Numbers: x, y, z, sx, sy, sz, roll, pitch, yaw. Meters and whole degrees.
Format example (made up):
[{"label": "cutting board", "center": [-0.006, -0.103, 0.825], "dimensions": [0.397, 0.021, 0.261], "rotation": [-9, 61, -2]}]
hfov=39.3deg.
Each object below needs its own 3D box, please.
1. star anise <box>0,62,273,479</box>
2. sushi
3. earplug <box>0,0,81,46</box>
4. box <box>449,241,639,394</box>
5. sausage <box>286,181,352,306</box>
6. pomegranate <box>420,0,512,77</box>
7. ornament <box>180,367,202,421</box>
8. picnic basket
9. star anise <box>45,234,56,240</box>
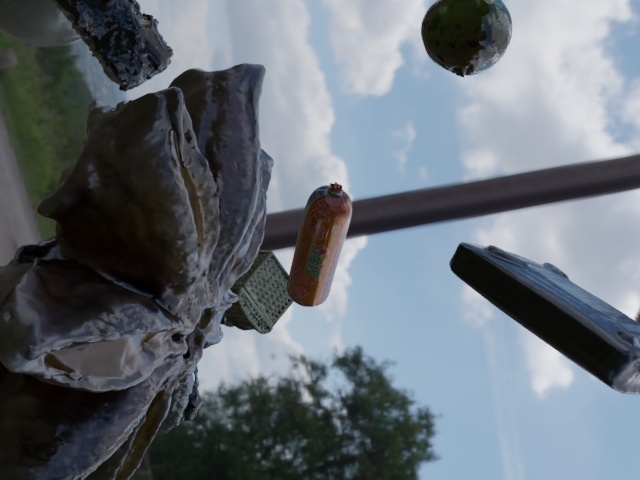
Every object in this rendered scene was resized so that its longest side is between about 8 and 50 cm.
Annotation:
[{"label": "star anise", "center": [-0.121, 0.035, 0.546], "dimensions": [0.331, 0.118, 0.331], "rotation": [-59, 172, -13]}, {"label": "sushi", "center": [-0.325, -0.342, 1.388], "dimensions": [0.212, 0.115, 0.147], "rotation": [55, -9, -32]}, {"label": "earplug", "center": [-0.462, -0.543, 1.613], "dimensions": [0.394, 0.313, 0.312], "rotation": [-50, -142, 23]}, {"label": "box", "center": [0.336, 0.100, 1.204], "dimensions": [0.289, 0.290, 0.073], "rotation": [38, -76, 34]}, {"label": "sausage", "center": [0.000, 0.000, 1.323], "dimensions": [0.234, 0.071, 0.071], "rotation": [104, -26, -46]}, {"label": "pomegranate", "center": [0.249, -0.382, 1.542], "dimensions": [0.159, 0.159, 0.205], "rotation": [176, -89, -79]}, {"label": "ornament", "center": [-0.194, 0.152, 1.260], "dimensions": [0.166, 0.153, 0.196], "rotation": [108, -38, -76]}, {"label": "picnic basket", "center": [-0.177, 0.117, 1.986], "dimensions": [0.196, 0.154, 0.134], "rotation": [4, -46, 48]}, {"label": "star anise", "center": [-0.214, 0.021, 0.881], "dimensions": [0.230, 0.262, 0.081], "rotation": [-113, 179, -56]}]
